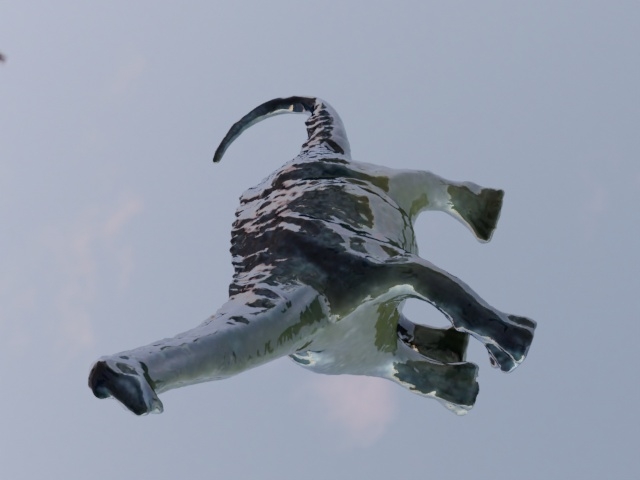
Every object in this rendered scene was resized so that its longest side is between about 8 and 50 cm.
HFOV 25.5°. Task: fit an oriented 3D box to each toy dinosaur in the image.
[{"bbox_3d":[0.010,0.006,0.604,0.363,0.147,0.076,-76,-173,-67],"label":"toy dinosaur"}]
